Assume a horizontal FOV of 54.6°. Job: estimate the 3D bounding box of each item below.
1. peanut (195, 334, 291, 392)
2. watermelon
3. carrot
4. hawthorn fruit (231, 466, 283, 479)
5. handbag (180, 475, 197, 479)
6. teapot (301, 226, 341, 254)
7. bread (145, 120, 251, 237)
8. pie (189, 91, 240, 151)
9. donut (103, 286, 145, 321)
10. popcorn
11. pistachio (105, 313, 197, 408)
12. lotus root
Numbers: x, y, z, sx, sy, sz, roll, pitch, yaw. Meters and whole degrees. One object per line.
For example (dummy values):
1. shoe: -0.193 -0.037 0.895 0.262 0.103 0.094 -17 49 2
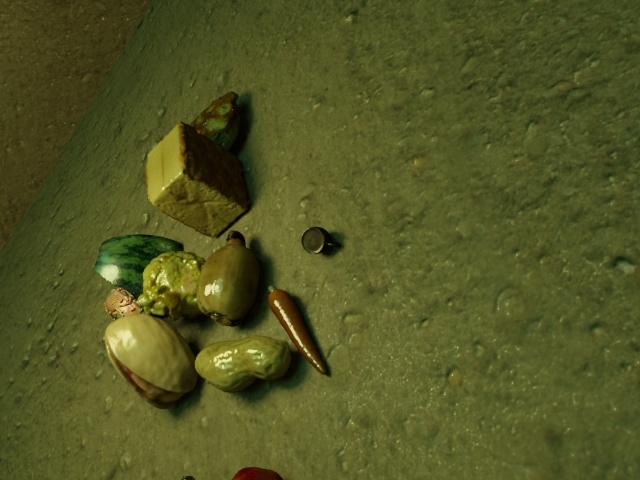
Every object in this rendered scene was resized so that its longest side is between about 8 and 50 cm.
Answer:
1. peanut: -0.212 0.337 1.676 0.319 0.148 0.147 -12 59 34
2. watermelon: -0.656 0.144 2.173 0.250 0.283 0.292 -91 23 -49
3. carrot: -0.065 0.235 1.652 0.069 0.069 0.336 -47 50 13
4. hawthorn fruit: -0.153 0.595 1.459 0.133 0.138 0.132 -30 35 24
5. handbag: -0.283 0.768 1.507 0.326 0.118 0.269 17 73 48
6. teapot: 0.000 0.000 1.716 0.121 0.068 0.076 13 100 26
7. bread: -0.412 -0.197 2.060 0.207 0.279 0.278 -36 47 24
8. pie: -0.415 -0.389 2.278 0.355 0.103 0.288 -40 36 11
9. donut: -0.627 0.245 2.032 0.199 0.232 0.085 37 65 14
10. popcorn: -0.451 0.153 1.945 0.212 0.259 0.259 108 166 -61
11. pistachio: -0.513 0.355 1.861 0.230 0.230 0.308 -41 85 19
12. lotus root: -0.268 0.099 1.846 0.183 0.183 0.309 -18 50 36
